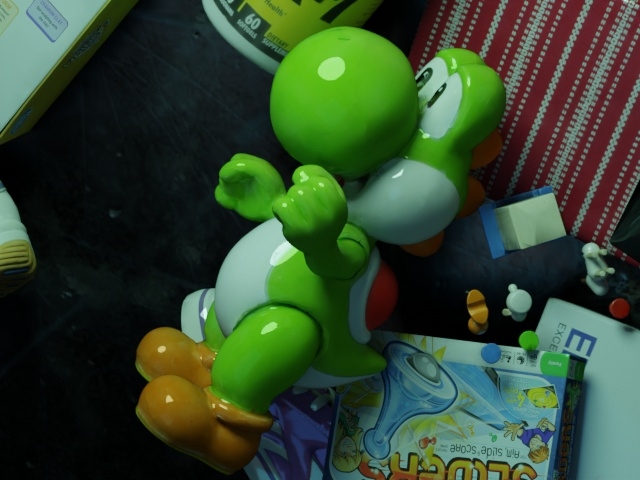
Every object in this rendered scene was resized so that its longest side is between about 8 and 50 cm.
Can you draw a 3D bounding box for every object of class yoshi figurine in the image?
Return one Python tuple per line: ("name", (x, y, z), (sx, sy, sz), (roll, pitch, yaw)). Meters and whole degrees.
("yoshi figurine", (-0.022, -0.017, 1.168), (0.203, 0.203, 0.362), (43, 100, 24))

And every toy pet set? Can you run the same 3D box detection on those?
("toy pet set", (0.157, 0.023, 1.190), (0.122, 0.065, 0.114), (-17, 91, -11))

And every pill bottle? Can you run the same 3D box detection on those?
("pill bottle", (0.012, -0.232, 1.176), (0.119, 0.119, 0.208), (44, 118, 5))

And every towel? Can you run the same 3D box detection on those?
("towel", (0.196, -0.104, 1.190), (0.275, 0.031, 0.199), (27, 117, 15))

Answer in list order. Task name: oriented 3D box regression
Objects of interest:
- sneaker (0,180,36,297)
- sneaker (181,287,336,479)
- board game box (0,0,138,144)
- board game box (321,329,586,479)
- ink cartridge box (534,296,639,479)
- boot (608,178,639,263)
("sneaker", (-0.390, 0.021, 1.455), (0.296, 0.112, 0.131), (-25, 78, 26))
("sneaker", (0.002, 0.145, 1.326), (0.161, 0.102, 0.282), (-27, 98, 16))
("board game box", (-0.255, -0.273, 1.308), (0.242, 0.064, 0.316), (48, 118, 3))
("board game box", (0.101, 0.145, 1.209), (0.201, 0.035, 0.136), (4, 83, 34))
("ink cartridge box", (0.270, 0.252, 1.195), (0.330, 0.071, 0.324), (22, 94, 17))
("boot", (0.456, 0.020, 0.997), (0.445, 0.146, 0.367), (41, 136, 3))
